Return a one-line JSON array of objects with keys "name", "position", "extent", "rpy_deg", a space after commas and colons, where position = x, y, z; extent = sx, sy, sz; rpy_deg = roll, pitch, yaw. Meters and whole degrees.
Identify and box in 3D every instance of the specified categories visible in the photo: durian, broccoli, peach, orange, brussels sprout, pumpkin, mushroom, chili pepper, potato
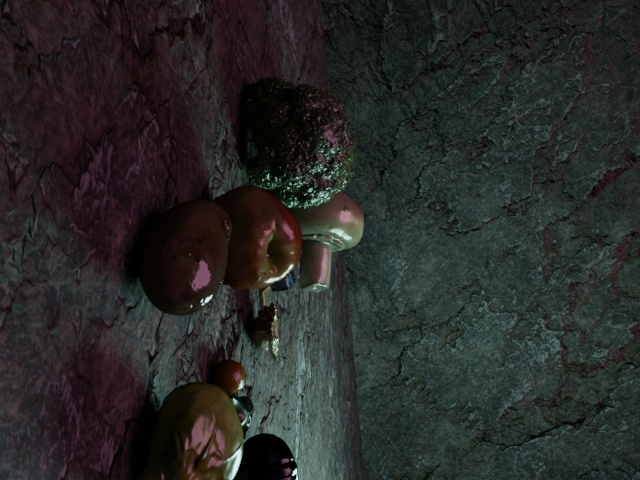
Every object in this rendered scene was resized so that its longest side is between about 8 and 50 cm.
[{"name": "durian", "position": [-0.157, 0.270, 1.757], "extent": [0.140, 0.078, 0.224], "rpy_deg": [-99, -173, -47]}, {"name": "broccoli", "position": [-0.062, -0.275, 1.803], "extent": [0.413, 0.310, 0.321], "rpy_deg": [38, 32, -28]}, {"name": "peach", "position": [-0.170, -0.014, 1.421], "extent": [0.232, 0.257, 0.232], "rpy_deg": [-22, 127, -32]}, {"name": "orange", "position": [-0.211, 0.317, 1.447], "extent": [0.085, 0.085, 0.085], "rpy_deg": [-3, 90, -79]}, {"name": "brussels sprout", "position": [-0.227, 0.364, 1.126], "extent": [0.223, 0.161, 0.223], "rpy_deg": [4, 90, -82]}, {"name": "pumpkin", "position": [-0.133, 0.574, 1.548], "extent": [0.150, 0.194, 0.194], "rpy_deg": [24, 60, -47]}, {"name": "mushroom", "position": [0.000, 0.000, 2.061], "extent": [0.314, 0.315, 0.336], "rpy_deg": [50, 39, -72]}, {"name": "chili pepper", "position": [-0.197, 0.413, 1.472], "extent": [0.224, 0.061, 0.098], "rpy_deg": [79, 17, -77]}, {"name": "potato", "position": [-0.246, 0.023, 1.153], "extent": [0.262, 0.165, 0.165], "rpy_deg": [-82, 165, -58]}]

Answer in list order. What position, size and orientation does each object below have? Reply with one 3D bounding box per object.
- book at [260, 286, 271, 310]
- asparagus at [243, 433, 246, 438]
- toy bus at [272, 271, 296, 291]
[{"name": "book", "position": [-0.162, 0.200, 1.881], "extent": [0.077, 0.014, 0.111], "rpy_deg": [-42, 128, -76]}, {"name": "asparagus", "position": [-0.207, 0.507, 1.543], "extent": [0.036, 0.030, 0.165], "rpy_deg": [50, 33, -31]}, {"name": "toy bus", "position": [-0.121, 0.118, 1.997], "extent": [0.123, 0.060, 0.074], "rpy_deg": [-48, 130, -77]}]
